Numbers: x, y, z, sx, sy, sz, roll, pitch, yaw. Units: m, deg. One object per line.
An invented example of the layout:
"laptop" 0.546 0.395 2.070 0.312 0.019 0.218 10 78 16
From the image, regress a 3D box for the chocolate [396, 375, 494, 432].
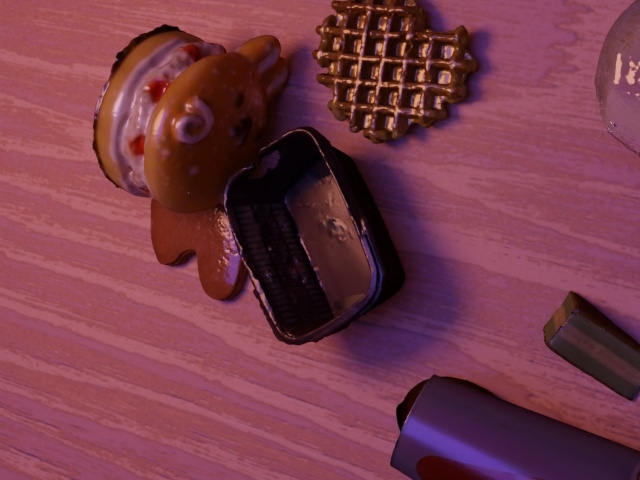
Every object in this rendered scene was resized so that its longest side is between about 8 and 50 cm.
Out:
"chocolate" 0.182 0.246 1.878 0.133 0.127 0.124 -27 103 15

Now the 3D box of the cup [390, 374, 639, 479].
"cup" 0.245 0.292 1.723 0.288 0.203 0.203 26 101 14

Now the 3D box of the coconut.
"coconut" 0.463 -0.185 1.650 0.230 0.227 0.227 43 109 32

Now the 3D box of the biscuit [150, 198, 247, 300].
"biscuit" -0.197 0.001 2.165 0.192 0.036 0.186 1 89 34

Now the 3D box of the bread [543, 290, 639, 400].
"bread" 0.373 0.140 1.805 0.139 0.084 0.074 32 106 -2

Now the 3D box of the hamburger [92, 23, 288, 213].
"hamburger" -0.181 -0.187 2.056 0.186 0.261 0.302 19 54 28

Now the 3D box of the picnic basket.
"picnic basket" 0.000 0.000 1.984 0.222 0.129 0.296 -34 69 28

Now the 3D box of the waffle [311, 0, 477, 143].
"waffle" 0.101 -0.272 1.981 0.249 0.056 0.253 -28 71 28
